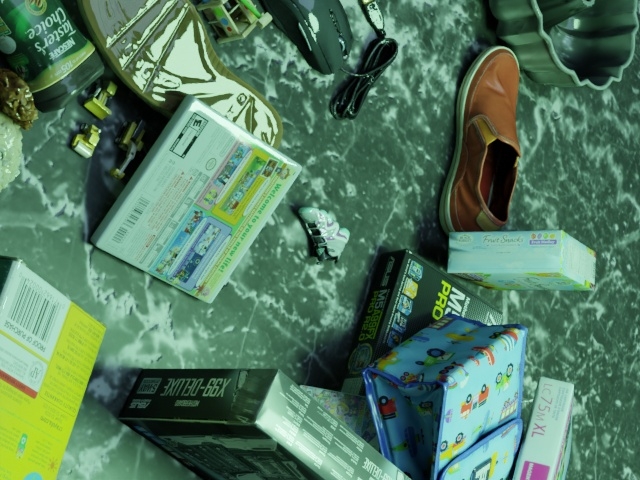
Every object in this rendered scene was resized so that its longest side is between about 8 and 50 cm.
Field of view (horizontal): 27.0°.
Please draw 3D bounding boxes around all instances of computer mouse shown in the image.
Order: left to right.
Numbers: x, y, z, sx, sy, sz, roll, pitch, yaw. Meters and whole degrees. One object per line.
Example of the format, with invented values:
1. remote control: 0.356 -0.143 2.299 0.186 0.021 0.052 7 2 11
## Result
1. computer mouse: 0.028 -0.317 1.879 0.262 0.060 0.184 55 52 -28

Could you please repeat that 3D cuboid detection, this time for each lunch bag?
1. lunch bag: 0.180 0.278 1.833 0.221 0.138 0.293 -27 118 -49

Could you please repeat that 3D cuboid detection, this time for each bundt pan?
1. bundt pan: 0.391 -0.404 2.212 0.331 0.124 0.330 6 82 -47

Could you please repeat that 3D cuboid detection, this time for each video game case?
1. video game case: -0.148 -0.046 1.629 0.193 0.023 0.212 31 95 -40
2. video game case: 0.023 0.248 1.801 0.122 0.011 0.087 11 83 -6

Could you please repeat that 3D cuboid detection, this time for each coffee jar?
1. coffee jar: -0.324 -0.238 1.495 0.096 0.079 0.184 -51 121 -36

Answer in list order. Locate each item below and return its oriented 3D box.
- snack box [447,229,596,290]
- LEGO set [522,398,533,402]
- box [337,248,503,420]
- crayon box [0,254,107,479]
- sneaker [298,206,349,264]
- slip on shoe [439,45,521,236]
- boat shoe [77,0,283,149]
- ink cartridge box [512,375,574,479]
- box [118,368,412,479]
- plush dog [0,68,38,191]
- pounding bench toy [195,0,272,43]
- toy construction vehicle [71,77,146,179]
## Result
1. snack box: 0.307 0.032 2.014 0.207 0.175 0.070 19 72 -64
2. LEGO set: 0.235 0.268 2.044 0.182 0.060 0.244 47 55 -36
3. box: 0.145 0.178 1.935 0.216 0.060 0.270 33 63 -30
4. crayon box: -0.347 0.196 1.384 0.202 0.081 0.318 53 49 -59
5. sneaker: 0.000 0.000 1.837 0.098 0.038 0.069 34 62 -38
6. slip on shoe: 0.271 -0.154 2.087 0.123 0.101 0.331 31 64 -38
7. boat shoe: -0.186 -0.211 1.617 0.121 0.110 0.341 -49 127 -11
8. ink cartridge box: 0.339 0.355 2.035 0.311 0.065 0.185 78 28 -60
9. box: -0.053 0.262 1.614 0.307 0.242 0.076 44 57 -35
10. plush dog: -0.402 -0.083 1.348 0.262 0.210 0.225 -56 154 19
11. pounding bench toy: -0.108 -0.301 1.720 0.052 0.083 0.065 -52 123 -35
12. toy construction vehicle: -0.249 -0.134 1.595 0.086 0.035 0.098 42 58 -35
